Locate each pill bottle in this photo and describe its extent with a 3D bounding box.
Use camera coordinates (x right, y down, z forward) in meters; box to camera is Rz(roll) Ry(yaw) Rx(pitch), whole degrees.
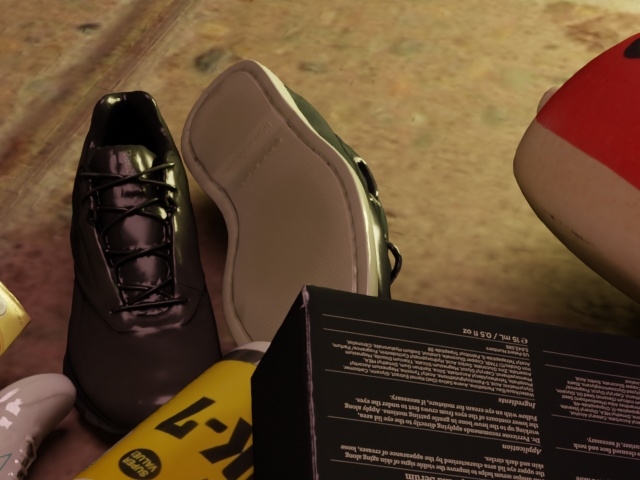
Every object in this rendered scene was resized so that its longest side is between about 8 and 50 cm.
[{"bbox_3d":[-0.076,0.159,1.003,0.119,0.119,0.208,27,48,30],"label":"pill bottle"}]

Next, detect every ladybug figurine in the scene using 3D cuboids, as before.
[{"bbox_3d":[0.320,-0.016,1.109,0.449,0.162,0.305,30,23,31],"label":"ladybug figurine"}]

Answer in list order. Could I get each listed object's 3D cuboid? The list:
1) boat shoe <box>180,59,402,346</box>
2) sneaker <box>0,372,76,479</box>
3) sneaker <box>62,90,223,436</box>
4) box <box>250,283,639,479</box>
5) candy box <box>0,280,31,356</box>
[{"bbox_3d":[-0.003,0.003,1.198,0.127,0.113,0.340,-48,34,10],"label":"boat shoe"},{"bbox_3d":[-0.200,0.141,1.085,0.061,0.053,0.152,33,58,28],"label":"sneaker"},{"bbox_3d":[-0.125,0.011,1.173,0.109,0.130,0.286,-8,42,-11],"label":"sneaker"},{"bbox_3d":[0.101,0.142,0.945,0.261,0.103,0.184,10,49,-17],"label":"box"},{"bbox_3d":[-0.270,0.100,1.089,0.109,0.053,0.186,-21,25,41],"label":"candy box"}]
